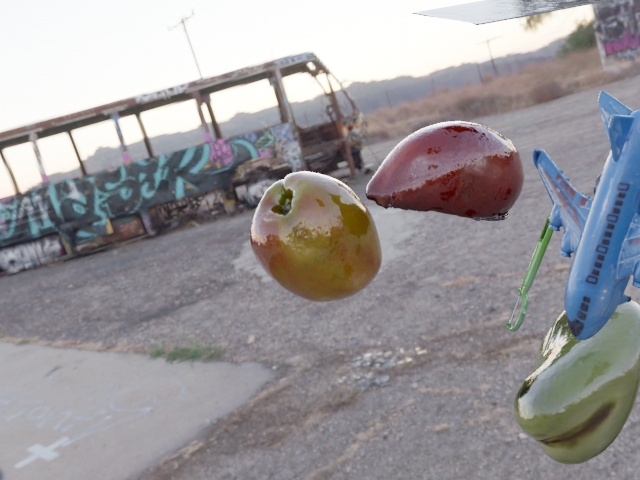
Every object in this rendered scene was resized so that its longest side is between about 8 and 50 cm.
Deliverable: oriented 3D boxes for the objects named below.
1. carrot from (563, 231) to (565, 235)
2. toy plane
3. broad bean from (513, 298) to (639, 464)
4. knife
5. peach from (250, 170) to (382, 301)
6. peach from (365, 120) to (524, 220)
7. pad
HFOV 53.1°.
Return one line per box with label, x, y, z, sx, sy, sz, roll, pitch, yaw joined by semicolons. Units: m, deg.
carrot;0.396;0.008;0.963;0.035;0.035;0.142;-16;23;9
toy plane;0.323;-0.018;0.699;0.105;0.271;0.254;-8;22;-26
broad bean;0.366;0.174;0.893;0.263;0.121;0.189;-60;11;-32
knife;0.347;0.057;1.048;0.015;0.212;0.054;13;19;-5
peach;0.000;0.000;1.515;0.307;0.332;0.308;-35;32;27
peach;0.274;-0.161;1.404;0.361;0.201;0.258;0;13;-15
pad;0.421;-0.522;1.427;0.367;0.007;0.247;-16;30;-20
